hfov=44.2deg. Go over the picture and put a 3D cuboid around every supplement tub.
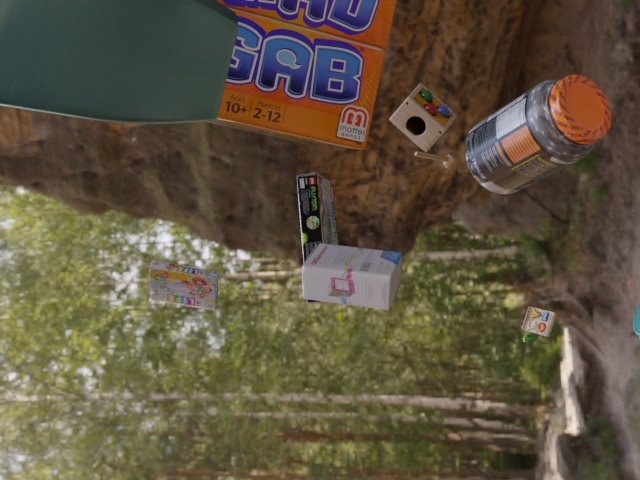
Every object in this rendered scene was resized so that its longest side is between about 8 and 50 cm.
[{"bbox_3d":[0.297,-0.145,1.085,0.190,0.116,0.117,-31,54,58],"label":"supplement tub"}]

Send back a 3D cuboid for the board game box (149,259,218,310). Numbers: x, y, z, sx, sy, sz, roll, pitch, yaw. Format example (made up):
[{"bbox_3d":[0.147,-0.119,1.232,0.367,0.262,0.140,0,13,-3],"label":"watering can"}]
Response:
[{"bbox_3d":[-0.310,0.103,1.796,0.026,0.154,0.104,-78,-4,-49],"label":"board game box"}]

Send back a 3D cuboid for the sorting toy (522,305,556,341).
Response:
[{"bbox_3d":[0.476,0.189,1.731,0.083,0.062,0.012,-68,-29,-14],"label":"sorting toy"}]

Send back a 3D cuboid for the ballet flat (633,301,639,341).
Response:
[{"bbox_3d":[0.569,0.076,1.241,0.096,0.095,0.280,42,-130,-11],"label":"ballet flat"}]

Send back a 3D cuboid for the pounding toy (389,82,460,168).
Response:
[{"bbox_3d":[0.284,-0.278,1.970,0.094,0.206,0.181,-48,2,34],"label":"pounding toy"}]

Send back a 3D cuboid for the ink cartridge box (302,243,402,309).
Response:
[{"bbox_3d":[0.044,0.047,1.079,0.088,0.122,0.052,-53,-32,-63],"label":"ink cartridge box"}]

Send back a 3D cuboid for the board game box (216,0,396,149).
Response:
[{"bbox_3d":[-0.104,-0.385,1.481,0.356,0.356,0.357,-155,76,-69],"label":"board game box"}]

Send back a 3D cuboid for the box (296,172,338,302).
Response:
[{"bbox_3d":[0.000,0.000,1.304,0.114,0.036,0.207,18,-114,-75],"label":"box"}]

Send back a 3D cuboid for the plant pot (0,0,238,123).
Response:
[{"bbox_3d":[-0.213,-0.215,0.842,0.165,0.234,0.166,-107,32,-66],"label":"plant pot"}]
